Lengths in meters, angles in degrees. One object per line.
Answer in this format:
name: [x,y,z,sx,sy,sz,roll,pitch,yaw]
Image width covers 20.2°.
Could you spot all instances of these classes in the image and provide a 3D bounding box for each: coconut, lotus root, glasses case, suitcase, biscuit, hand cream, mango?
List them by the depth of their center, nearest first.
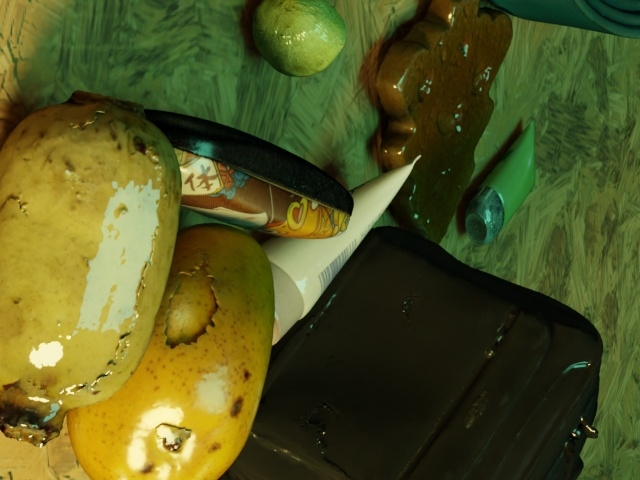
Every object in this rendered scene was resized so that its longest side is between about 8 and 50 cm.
lotus root: [-0.201,0.024,1.436,0.146,0.160,0.284,20,84,-66]
mango: [-0.120,0.094,1.579,0.191,0.159,0.290,117,-6,-50]
glasses case: [-0.081,-0.057,1.631,0.321,0.122,0.082,21,86,-60]
coconut: [-0.019,-0.195,1.701,0.096,0.087,0.088,42,68,-50]
suitcase: [0.097,0.186,1.816,0.345,0.339,0.188,-52,158,-30]
hand cream: [0.000,0.000,1.816,0.083,0.133,0.248,52,52,-10]
biscuit: [0.127,-0.134,2.016,0.278,0.043,0.302,-22,124,-56]
hand cream: [0.227,-0.064,2.219,0.175,0.046,0.095,-52,143,-43]

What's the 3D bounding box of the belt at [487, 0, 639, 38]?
belt: [0.312,-0.394,2.066,0.436,0.173,0.300,7,96,-59]
